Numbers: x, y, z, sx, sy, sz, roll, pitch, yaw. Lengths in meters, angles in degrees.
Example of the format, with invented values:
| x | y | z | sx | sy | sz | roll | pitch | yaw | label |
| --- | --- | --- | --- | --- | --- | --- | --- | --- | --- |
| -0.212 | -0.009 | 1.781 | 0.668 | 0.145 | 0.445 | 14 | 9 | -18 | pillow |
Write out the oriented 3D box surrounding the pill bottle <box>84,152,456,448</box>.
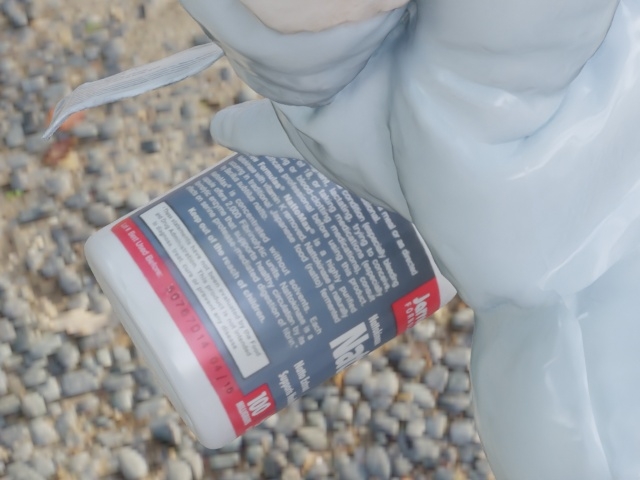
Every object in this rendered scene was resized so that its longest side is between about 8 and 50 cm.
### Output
| x | y | z | sx | sy | sz | roll | pitch | yaw | label |
| --- | --- | --- | --- | --- | --- | --- | --- | --- | --- |
| 0.000 | 0.000 | 0.696 | 0.180 | 0.108 | 0.108 | -32 | 57 | -10 | pill bottle |

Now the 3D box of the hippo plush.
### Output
| x | y | z | sx | sy | sz | roll | pitch | yaw | label |
| --- | --- | --- | --- | --- | --- | --- | --- | --- | --- |
| 0.070 | -0.012 | 0.452 | 0.294 | 0.234 | 0.236 | -31 | 76 | 24 | hippo plush |
